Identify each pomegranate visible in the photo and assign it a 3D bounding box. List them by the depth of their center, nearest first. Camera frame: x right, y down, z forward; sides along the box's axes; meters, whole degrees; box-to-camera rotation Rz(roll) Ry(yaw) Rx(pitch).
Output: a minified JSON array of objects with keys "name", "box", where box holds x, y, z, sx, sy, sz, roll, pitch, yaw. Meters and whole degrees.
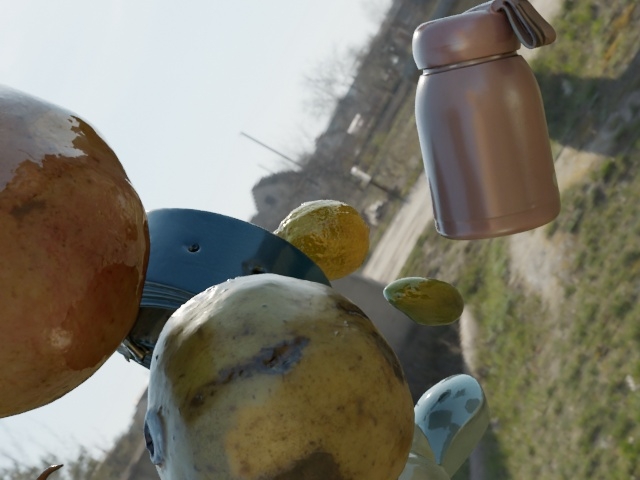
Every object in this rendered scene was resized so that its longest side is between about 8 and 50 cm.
[{"name":"pomegranate","box":[-0.328,-0.002,0.818,0.338,0.338,0.338,-61,2,3]},{"name":"pomegranate","box":[-0.043,0.175,0.905,0.281,0.281,0.281,-61,2,3]}]

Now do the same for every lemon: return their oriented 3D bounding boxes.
[{"name":"lemon","box":[0.000,0.000,1.577,0.142,0.187,0.142,172,90,-75]}]

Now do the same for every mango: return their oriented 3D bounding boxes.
[{"name":"mango","box":[0.223,0.126,1.899,0.122,0.191,0.085,-8,69,37]}]

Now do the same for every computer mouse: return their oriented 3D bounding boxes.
[{"name":"computer mouse","box":[0.186,0.319,1.499,0.231,0.079,0.128,-56,27,2]}]

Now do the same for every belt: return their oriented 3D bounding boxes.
[{"name":"belt","box":[-0.186,0.096,1.413,0.437,0.300,0.173,-6,44,39]}]

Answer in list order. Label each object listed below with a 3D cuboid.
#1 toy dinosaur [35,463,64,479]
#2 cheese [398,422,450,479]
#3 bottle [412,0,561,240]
[{"name":"toy dinosaur","box":[-0.620,0.615,1.732,0.432,0.097,0.208,-48,-35,-22]},{"name":"cheese","box":[0.083,0.383,1.203,0.326,0.115,0.318,113,151,-62]},{"name":"bottle","box":[0.226,-0.161,1.214,0.173,0.296,0.206,-19,12,-43]}]
